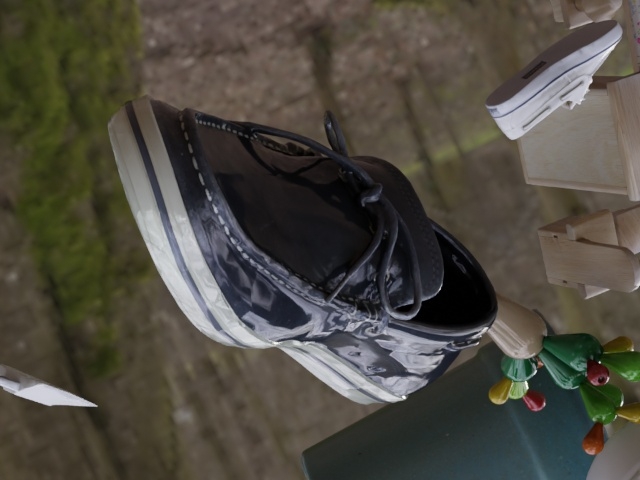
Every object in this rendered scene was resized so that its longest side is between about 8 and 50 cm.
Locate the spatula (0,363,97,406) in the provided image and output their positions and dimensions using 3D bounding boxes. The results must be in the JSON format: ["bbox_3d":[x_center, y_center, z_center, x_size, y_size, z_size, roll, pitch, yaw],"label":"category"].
[{"bbox_3d":[-0.301,0.084,1.351,0.168,0.019,0.242,19,173,39],"label":"spatula"}]

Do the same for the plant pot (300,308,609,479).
[{"bbox_3d":[0.175,0.302,2.083,0.334,0.341,0.341,-23,177,-1],"label":"plant pot"}]

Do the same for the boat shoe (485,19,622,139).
[{"bbox_3d":[0.150,-0.099,1.087,0.100,0.035,0.035,-37,-156,-11],"label":"boat shoe"}]

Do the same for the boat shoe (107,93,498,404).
[{"bbox_3d":[0.000,0.000,1.320,0.156,0.187,0.500,-27,152,15],"label":"boat shoe"}]

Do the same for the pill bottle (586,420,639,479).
[{"bbox_3d":[0.410,0.340,1.622,0.224,0.224,0.392,-26,-139,-1],"label":"pill bottle"}]

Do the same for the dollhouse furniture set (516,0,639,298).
[{"bbox_3d":[0.388,-0.134,1.746,0.355,0.303,0.174,-19,-165,-26],"label":"dollhouse furniture set"}]

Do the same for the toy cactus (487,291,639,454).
[{"bbox_3d":[0.219,0.122,1.708,0.112,0.180,0.219,-57,-162,-14],"label":"toy cactus"}]
